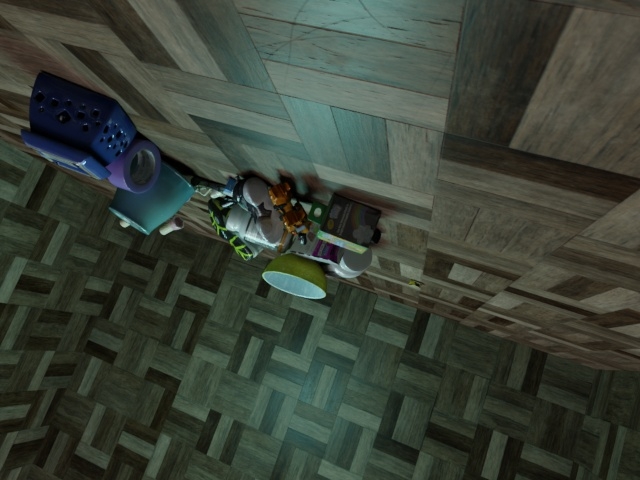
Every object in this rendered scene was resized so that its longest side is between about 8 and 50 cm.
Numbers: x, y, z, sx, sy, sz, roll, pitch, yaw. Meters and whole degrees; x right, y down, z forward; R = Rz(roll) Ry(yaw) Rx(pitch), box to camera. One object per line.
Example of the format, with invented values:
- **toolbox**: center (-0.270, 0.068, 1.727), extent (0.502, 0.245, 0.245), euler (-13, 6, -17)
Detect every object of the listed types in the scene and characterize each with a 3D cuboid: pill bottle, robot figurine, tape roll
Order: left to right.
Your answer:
- **tape roll**: center (-0.654, -0.267, 1.608), extent (0.080, 0.189, 0.189), euler (18, 170, 16)
- **pill bottle**: center (-0.255, -0.062, 1.991), extent (0.278, 0.162, 0.162), euler (21, 170, -2)
- **robot figurine**: center (-0.093, -0.093, 1.556), extent (0.211, 0.085, 0.291), euler (62, -178, 9)
- **pill bottle**: center (0.102, 0.073, 1.969), extent (0.176, 0.176, 0.318), euler (23, 170, -14)

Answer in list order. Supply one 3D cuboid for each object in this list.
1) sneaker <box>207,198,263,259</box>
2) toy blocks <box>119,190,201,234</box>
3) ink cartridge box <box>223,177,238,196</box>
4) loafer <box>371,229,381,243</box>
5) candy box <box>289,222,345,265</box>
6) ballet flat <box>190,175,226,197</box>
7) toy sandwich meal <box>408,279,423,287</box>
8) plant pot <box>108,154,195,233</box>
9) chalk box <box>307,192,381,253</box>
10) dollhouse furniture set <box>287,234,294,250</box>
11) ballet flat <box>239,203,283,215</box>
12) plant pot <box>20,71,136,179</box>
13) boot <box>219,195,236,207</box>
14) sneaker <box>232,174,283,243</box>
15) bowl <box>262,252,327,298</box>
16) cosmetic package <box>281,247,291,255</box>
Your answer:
- **sneaker**: center (-0.394, -0.067, 2.157), extent (0.384, 0.147, 0.145), euler (46, 150, 22)
- **toy blocks**: center (-0.750, -0.221, 2.117), extent (0.260, 0.309, 0.289), euler (-24, 160, 27)
- **ink cartridge box**: center (-0.301, -0.185, 1.740), extent (0.122, 0.052, 0.088), euler (21, 170, -13)
- **loafer**: center (0.161, -0.032, 1.634), extent (0.061, 0.062, 0.170), euler (20, 170, 28)
- **candy box**: center (0.000, 0.000, 1.829), extent (0.233, 0.159, 0.071), euler (11, 165, 45)
- **ballet flat**: center (-0.452, -0.208, 1.884), extent (0.188, 0.070, 0.070), euler (17, 170, 14)
- **toy sandwich meal**: center (0.510, 0.235, 2.447), extent (0.086, 0.029, 0.085), euler (20, 170, 4)
- **plant pot**: center (-0.685, -0.174, 1.817), extent (0.272, 0.255, 0.271), euler (31, 165, 9)
- **chalk box**: center (0.066, -0.058, 1.471), extent (0.213, 0.132, 0.132), euler (21, 170, 0)
- **dollhouse furniture set**: center (-0.225, -0.031, 2.233), extent (0.151, 0.144, 0.123), euler (9, -178, -32)
- **ballet flat**: center (-0.231, -0.136, 1.838), extent (0.222, 0.077, 0.079), euler (20, -171, -3)
- **plant pot**: center (-0.731, -0.325, 1.385), extent (0.236, 0.212, 0.236), euler (21, 171, -5)
- **boot**: center (-0.368, -0.168, 1.873), extent (0.121, 0.045, 0.099), euler (-13, 175, 4)
- **sneaker**: center (-0.229, -0.118, 1.653), extent (0.153, 0.101, 0.268), euler (26, 142, 48)
- **bowl**: center (-0.093, 0.129, 2.006), extent (0.289, 0.156, 0.289), euler (16, 159, 6)
- **cosmetic package**: center (-0.057, 0.100, 2.263), extent (0.153, 0.129, 0.296), euler (-27, 167, 15)
